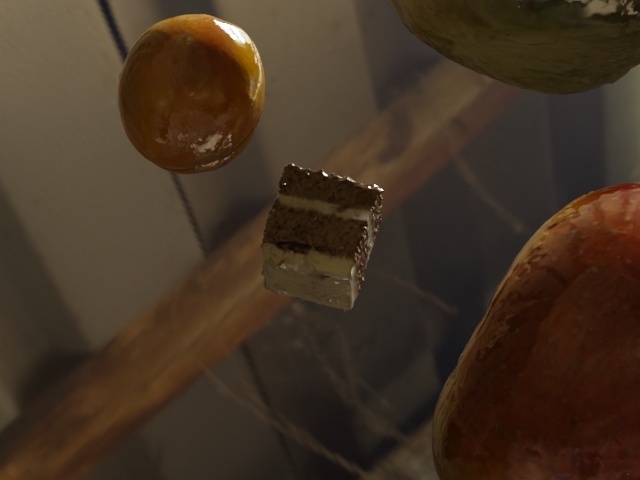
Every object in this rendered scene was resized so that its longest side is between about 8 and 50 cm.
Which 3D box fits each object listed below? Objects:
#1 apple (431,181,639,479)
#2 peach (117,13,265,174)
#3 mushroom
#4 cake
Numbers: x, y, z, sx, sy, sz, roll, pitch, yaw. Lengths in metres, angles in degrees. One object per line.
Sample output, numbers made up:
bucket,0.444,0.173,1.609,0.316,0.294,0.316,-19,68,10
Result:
apple,0.176,0.083,0.933,0.235,0.173,0.210,-58,-16,-2
peach,-0.110,-0.121,1.384,0.138,0.138,0.138,-32,-36,-27
mushroom,0.195,-0.200,1.379,0.292,0.212,0.217,1,-52,-14
cake,0.000,0.000,2.031,0.134,0.135,0.147,82,-159,-70
